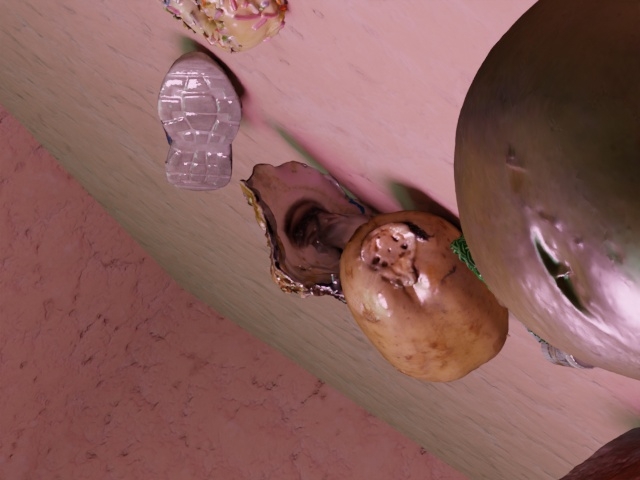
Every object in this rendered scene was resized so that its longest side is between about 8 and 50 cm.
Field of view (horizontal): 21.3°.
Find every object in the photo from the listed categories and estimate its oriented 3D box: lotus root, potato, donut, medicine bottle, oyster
[{"bbox_3d":[0.124,0.074,1.933,0.160,0.146,0.284,-12,146,18],"label":"lotus root"},{"bbox_3d":[0.194,-0.041,0.995,0.243,0.221,0.326,57,170,-12],"label":"potato"},{"bbox_3d":[-0.112,-0.243,1.619,0.174,0.068,0.174,37,171,7],"label":"donut"},{"bbox_3d":[0.283,0.120,1.897,0.047,0.047,0.083,40,170,-11],"label":"medicine bottle"},{"bbox_3d":[0.000,0.000,2.039,0.214,0.083,0.223,-9,-118,-53],"label":"oyster"}]

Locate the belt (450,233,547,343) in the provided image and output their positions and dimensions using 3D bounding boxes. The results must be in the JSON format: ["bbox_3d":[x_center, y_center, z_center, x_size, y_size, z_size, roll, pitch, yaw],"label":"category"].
[{"bbox_3d":[0.207,0.031,1.719,0.151,0.079,0.121,48,-178,11],"label":"belt"}]

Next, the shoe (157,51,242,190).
[{"bbox_3d":[-0.144,-0.165,2.067,0.099,0.125,0.227,4,142,-3],"label":"shoe"}]

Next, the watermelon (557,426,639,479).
[{"bbox_3d":[0.386,0.295,1.935,0.264,0.302,0.151,180,77,-75],"label":"watermelon"}]
